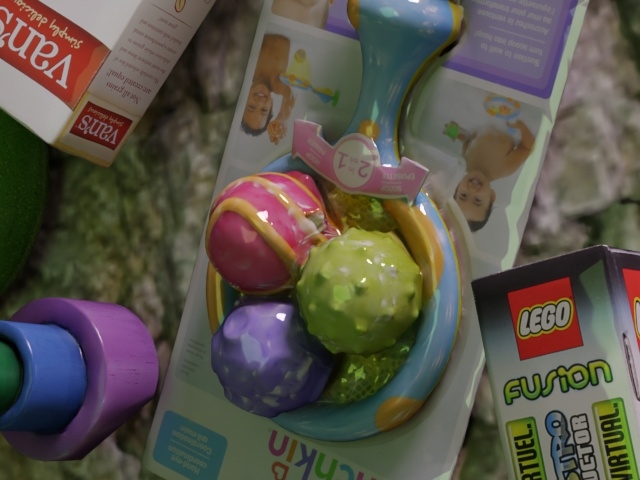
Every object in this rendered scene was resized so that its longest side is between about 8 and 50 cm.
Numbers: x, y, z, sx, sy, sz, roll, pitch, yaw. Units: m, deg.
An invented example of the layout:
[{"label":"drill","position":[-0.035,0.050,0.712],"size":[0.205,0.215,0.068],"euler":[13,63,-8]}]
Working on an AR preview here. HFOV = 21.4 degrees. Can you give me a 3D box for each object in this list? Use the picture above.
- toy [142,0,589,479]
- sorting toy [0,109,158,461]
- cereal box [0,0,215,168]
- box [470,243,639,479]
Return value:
[{"label":"toy","position":[0.000,0.000,0.622],"size":[0.137,0.056,0.237],"euler":[22,98,33]},{"label":"sorting toy","position":[-0.214,-0.046,0.718],"size":[0.127,0.126,0.365],"euler":[-52,59,18]},{"label":"cereal box","position":[-0.087,-0.172,0.675],"size":[0.173,0.047,0.240],"euler":[35,95,29]},{"label":"box","position":[0.113,0.066,0.454],"size":[0.036,0.207,0.114],"euler":[-17,77,31]}]
